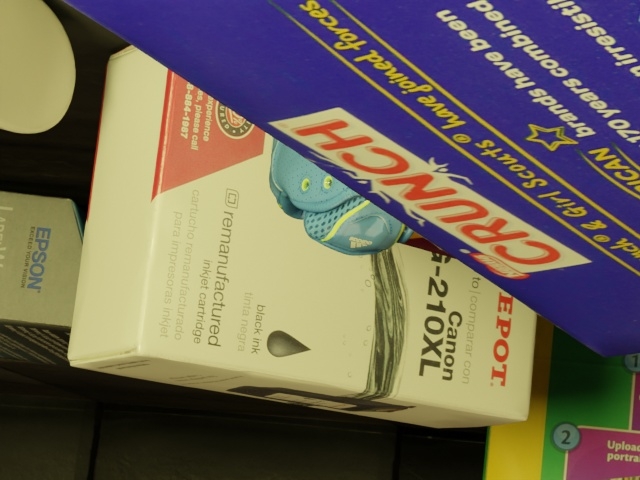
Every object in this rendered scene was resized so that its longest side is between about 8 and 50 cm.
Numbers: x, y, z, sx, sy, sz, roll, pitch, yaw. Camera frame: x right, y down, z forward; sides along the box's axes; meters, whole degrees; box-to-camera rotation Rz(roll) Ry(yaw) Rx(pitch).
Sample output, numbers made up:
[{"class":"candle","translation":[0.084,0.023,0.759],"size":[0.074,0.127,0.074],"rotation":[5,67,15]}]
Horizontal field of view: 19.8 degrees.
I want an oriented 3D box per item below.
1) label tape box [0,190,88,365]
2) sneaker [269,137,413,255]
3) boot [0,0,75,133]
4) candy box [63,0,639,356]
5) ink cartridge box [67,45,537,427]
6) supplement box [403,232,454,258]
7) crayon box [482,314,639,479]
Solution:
[{"class":"label tape box","translation":[-0.227,0.035,1.447],"size":[0.333,0.106,0.240],"rotation":[7,169,8]},{"class":"sneaker","translation":[0.053,-0.057,0.788],"size":[0.091,0.126,0.240],"rotation":[12,168,-29]},{"class":"boot","translation":[-0.200,-0.106,0.873],"size":[0.086,0.069,0.190],"rotation":[13,170,30]},{"class":"candy box","translation":[0.131,-0.084,0.462],"size":[0.317,0.122,0.268],"rotation":[-12,148,41]},{"class":"ink cartridge box","translation":[0.000,0.000,0.986],"size":[0.237,0.172,0.100],"rotation":[12,167,-28]},{"class":"supplement box","translation":[0.121,-0.035,0.918],"size":[0.188,0.104,0.080],"rotation":[16,166,-40]},{"class":"crayon box","translation":[0.294,0.160,1.264],"size":[0.362,0.313,0.106],"rotation":[5,166,8]}]
